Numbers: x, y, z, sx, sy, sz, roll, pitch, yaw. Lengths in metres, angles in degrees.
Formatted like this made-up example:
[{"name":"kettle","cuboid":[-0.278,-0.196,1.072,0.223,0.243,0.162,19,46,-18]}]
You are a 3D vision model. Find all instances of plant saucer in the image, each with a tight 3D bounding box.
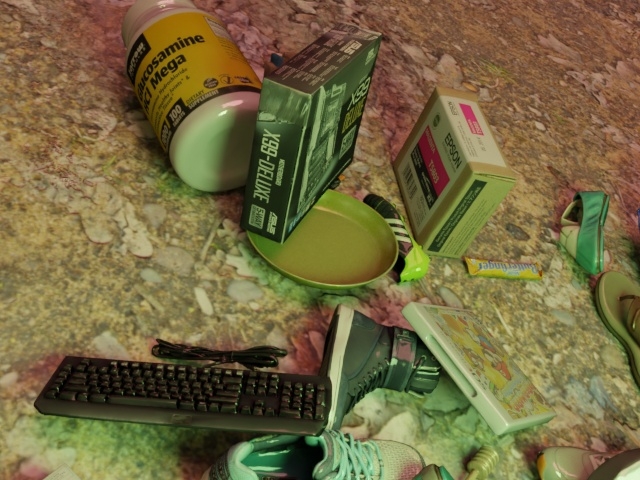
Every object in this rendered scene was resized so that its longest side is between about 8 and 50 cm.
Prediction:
[{"name":"plant saucer","cuboid":[0.000,0.000,1.164,0.240,0.037,0.241,10,38,-8]}]

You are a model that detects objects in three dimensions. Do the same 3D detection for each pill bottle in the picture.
[{"name":"pill bottle","cuboid":[-0.205,-0.254,1.227,0.187,0.188,0.334,-9,51,-33]}]

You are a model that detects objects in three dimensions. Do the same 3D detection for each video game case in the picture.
[{"name":"video game case","cuboid":[0.228,0.174,1.059,0.206,0.026,0.227,53,20,27]}]

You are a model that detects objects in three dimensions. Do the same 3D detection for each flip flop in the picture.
[{"name":"flip flop","cuboid":[0.557,0.159,1.276,0.112,0.080,0.277,10,44,-18]}]

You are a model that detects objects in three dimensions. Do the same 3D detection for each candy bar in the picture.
[{"name":"candy bar","cuboid":[0.321,0.049,1.315,0.161,0.018,0.040,5,46,-22]}]

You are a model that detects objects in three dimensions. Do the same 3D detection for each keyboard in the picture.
[{"name":"keyboard","cuboid":[-0.144,0.160,0.878,0.316,0.033,0.201,5,15,-1]}]

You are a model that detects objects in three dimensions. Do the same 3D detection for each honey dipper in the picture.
[{"name":"honey dipper","cuboid":[0.179,0.320,0.956,0.030,0.030,0.160,41,44,16]}]

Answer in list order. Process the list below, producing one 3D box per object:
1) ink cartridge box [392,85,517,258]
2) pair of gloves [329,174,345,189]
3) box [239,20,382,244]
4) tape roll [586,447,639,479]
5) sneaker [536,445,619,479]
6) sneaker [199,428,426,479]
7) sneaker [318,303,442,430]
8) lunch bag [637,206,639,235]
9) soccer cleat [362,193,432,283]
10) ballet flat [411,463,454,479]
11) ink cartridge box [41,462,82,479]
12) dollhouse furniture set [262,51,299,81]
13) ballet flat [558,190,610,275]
[{"name":"ink cartridge box","cuboid":[0.222,-0.120,1.303,0.088,0.193,0.235,8,44,-20]},{"name":"pair of gloves","cuboid":[-0.003,-0.120,1.327,0.083,0.010,0.074,40,41,11]},{"name":"box","cuboid":[-0.011,-0.175,1.152,0.076,0.243,0.307,22,35,12]},{"name":"tape roll","cuboid":[0.424,0.367,0.916,0.219,0.072,0.219,1,78,-4]},{"name":"sneaker","cuboid":[0.423,0.314,1.018,0.262,0.121,0.099,16,41,-12]},{"name":"sneaker","cuboid":[0.010,0.267,0.851,0.282,0.122,0.110,1,47,-27]},{"name":"sneaker","cuboid":[0.077,0.187,0.991,0.163,0.086,0.226,22,38,-2]},{"name":"lunch bag","cuboid":[0.784,0.097,1.353,0.327,0.239,0.386,17,58,-12]},{"name":"soccer cleat","cuboid":[0.110,-0.007,1.236,0.072,0.060,0.179,-20,58,-25]},{"name":"ballet flat","cuboid":[0.174,0.352,0.888,0.213,0.068,0.072,49,9,-12]},{"name":"ink cartridge box","cuboid":[-0.294,0.314,0.706,0.097,0.046,0.207,39,43,15]},{"name":"dollhouse furniture set","cuboid":[-0.063,-0.266,1.385,0.129,0.129,0.183,-3,25,-29]},{"name":"ballet flat","cuboid":[0.502,-0.017,1.442,0.087,0.083,0.247,5,36,21]}]
